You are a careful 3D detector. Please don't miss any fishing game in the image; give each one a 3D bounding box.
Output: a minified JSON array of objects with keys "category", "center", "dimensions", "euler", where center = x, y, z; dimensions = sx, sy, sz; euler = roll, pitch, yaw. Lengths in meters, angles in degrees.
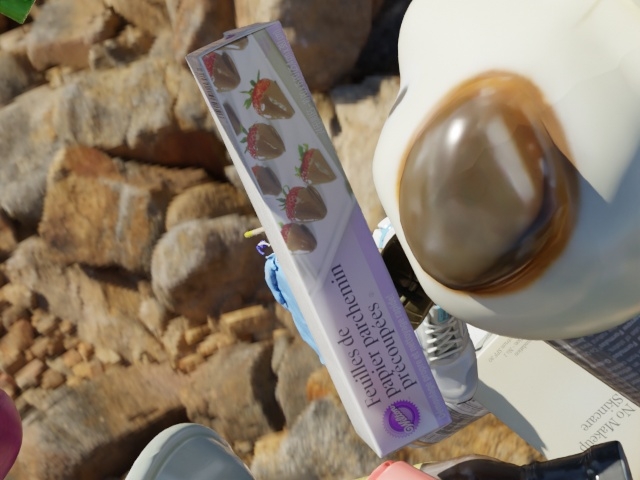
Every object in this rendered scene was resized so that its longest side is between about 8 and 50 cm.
[{"category":"fishing game","center":[-0.008,0.091,1.600],"dimensions":[0.041,0.189,0.264],"euler":[-33,90,-14]}]

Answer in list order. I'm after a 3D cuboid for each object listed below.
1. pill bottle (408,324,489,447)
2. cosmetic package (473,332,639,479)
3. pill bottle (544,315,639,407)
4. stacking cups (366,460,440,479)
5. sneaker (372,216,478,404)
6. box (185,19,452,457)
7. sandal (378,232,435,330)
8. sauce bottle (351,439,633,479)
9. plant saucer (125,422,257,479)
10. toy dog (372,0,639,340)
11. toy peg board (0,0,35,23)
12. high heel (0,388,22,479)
[{"category":"pill bottle","center":[0.200,0.178,1.837],"dimensions":[0.162,0.278,0.162],"euler":[21,50,-27]},{"category":"cosmetic package","center":[0.343,0.204,1.611],"dimensions":[0.309,0.160,0.113],"euler":[39,34,4]},{"category":"pill bottle","center":[0.317,0.050,1.071],"dimensions":[0.363,0.210,0.210],"euler":[35,70,-8]},{"category":"stacking cups","center":[0.155,0.231,0.755],"dimensions":[0.316,0.096,0.096],"euler":[23,68,26]},{"category":"sneaker","center":[0.101,0.071,1.177],"dimensions":[0.071,0.083,0.191],"euler":[-25,104,-8]},{"category":"box","center":[0.000,0.000,0.928],"dimensions":[0.063,0.067,0.324],"euler":[-26,104,-9]},{"category":"sandal","center":[0.064,0.025,1.000],"dimensions":[0.072,0.180,0.049],"euler":[32,61,-3]},{"category":"sauce bottle","center":[0.084,0.238,1.040],"dimensions":[0.344,0.111,0.111],"euler":[-15,65,14]},{"category":"plant saucer","center":[-0.097,0.381,1.266],"dimensions":[0.100,0.400,0.401],"euler":[-3,65,17]},{"category":"toy dog","center":[0.226,-0.083,0.679],"dimensions":[0.407,0.284,0.396],"euler":[-18,87,13]},{"category":"toy peg board","center":[-0.182,-0.227,0.800],"dimensions":[0.079,0.161,0.161],"euler":[29,49,-14]},{"category":"high heel","center":[-0.243,0.174,0.661],"dimensions":[0.082,0.117,0.244],"euler":[45,78,-7]}]
